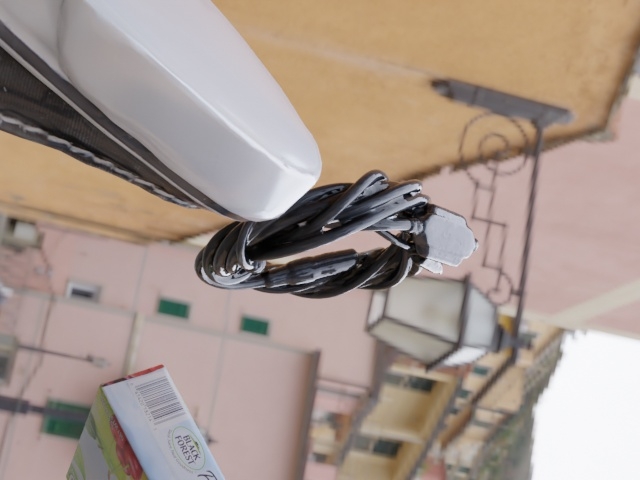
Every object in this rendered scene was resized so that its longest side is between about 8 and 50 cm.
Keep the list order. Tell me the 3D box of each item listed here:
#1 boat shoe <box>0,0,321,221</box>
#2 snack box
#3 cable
[{"bbox_3d":[-0.139,-0.087,0.367,0.102,0.301,0.108,-49,-163,18],"label":"boat shoe"},{"bbox_3d":[-0.067,0.143,0.542,0.141,0.037,0.100,58,-34,23],"label":"snack box"},{"bbox_3d":[0.000,0.000,0.689,0.150,0.184,0.047,-13,-103,30],"label":"cable"}]
